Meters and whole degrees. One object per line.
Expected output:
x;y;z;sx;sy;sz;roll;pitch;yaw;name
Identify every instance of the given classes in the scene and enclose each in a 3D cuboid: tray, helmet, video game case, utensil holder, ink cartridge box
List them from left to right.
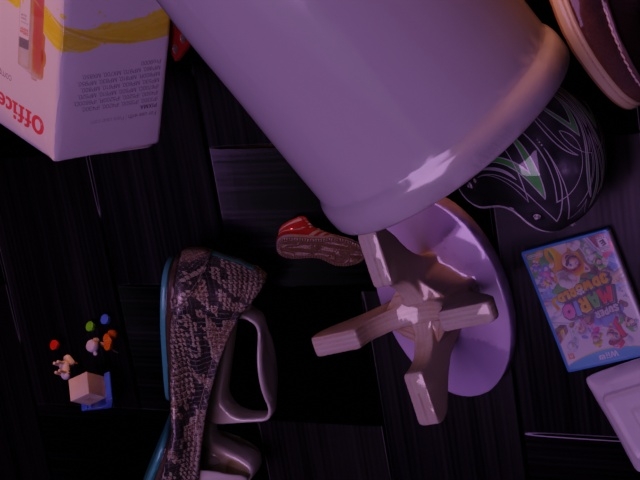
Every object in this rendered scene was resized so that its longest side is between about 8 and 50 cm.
-0.313;-0.322;1.842;0.279;0.160;0.384;32;125;41;ink cartridge box
0.028;-0.255;1.665;0.327;0.327;0.385;-29;109;33;utensil holder
0.251;-0.099;1.772;0.161;0.169;0.169;17;117;40;helmet
0.329;0.074;1.885;0.119;0.015;0.166;-17;101;32;video game case
0.449;0.195;1.834;0.270;0.030;0.145;-25;98;43;tray

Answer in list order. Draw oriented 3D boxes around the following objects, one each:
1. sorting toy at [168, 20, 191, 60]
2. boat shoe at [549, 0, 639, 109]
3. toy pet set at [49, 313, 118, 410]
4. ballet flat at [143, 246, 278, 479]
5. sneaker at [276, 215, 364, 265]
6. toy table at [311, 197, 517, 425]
-0.180;-0.349;1.836;0.132;0.046;0.274;-48;63;49;sorting toy
0.316;-0.315;1.680;0.123;0.123;0.342;-18;94;33;boat shoe
-0.331;0.186;2.271;0.122;0.065;0.114;-25;61;30;toy pet set
-0.155;0.240;2.141;0.182;0.164;0.482;12;114;2;ballet flat
0.000;0.000;2.023;0.118;0.067;0.042;7;114;-7;sneaker
0.131;0.088;1.912;0.252;0.161;0.274;-27;94;33;toy table
